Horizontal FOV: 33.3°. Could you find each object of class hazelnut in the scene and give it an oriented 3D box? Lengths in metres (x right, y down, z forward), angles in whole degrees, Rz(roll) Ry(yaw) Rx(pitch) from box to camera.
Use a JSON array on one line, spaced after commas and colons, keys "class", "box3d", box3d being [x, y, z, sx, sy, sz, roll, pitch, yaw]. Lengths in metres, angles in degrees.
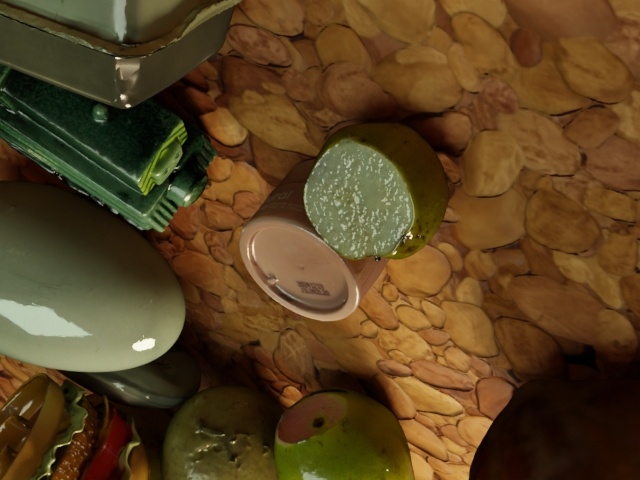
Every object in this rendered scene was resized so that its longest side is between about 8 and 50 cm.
[{"class": "hazelnut", "box3d": [0.307, 0.322, 1.104, 0.366, 0.366, 0.366, 22, 142, 19]}]

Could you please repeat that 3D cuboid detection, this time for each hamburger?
[{"class": "hamburger", "box3d": [-0.354, 0.333, 1.458, 0.212, 0.274, 0.274, 37, 146, -21]}]

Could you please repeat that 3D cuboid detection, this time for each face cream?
[{"class": "face cream", "box3d": [0.000, 0.000, 1.158, 0.149, 0.104, 0.149, 22, 141, 19]}]

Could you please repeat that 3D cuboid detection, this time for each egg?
[{"class": "egg", "box3d": [-0.349, 0.050, 1.396, 0.371, 0.230, 0.230, 21, 141, 14]}]

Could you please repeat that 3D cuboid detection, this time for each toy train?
[{"class": "toy train", "box3d": [-0.270, -0.145, 1.154, 0.330, 0.138, 0.178, 34, 171, 3]}]

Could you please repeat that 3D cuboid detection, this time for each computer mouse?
[{"class": "computer mouse", "box3d": [-0.328, 0.169, 1.558, 0.331, 0.095, 0.197, 19, -177, 27]}]

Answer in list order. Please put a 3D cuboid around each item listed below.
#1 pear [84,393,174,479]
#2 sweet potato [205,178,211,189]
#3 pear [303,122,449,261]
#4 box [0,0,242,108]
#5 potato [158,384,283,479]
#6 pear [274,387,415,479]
[{"class": "pear", "box3d": [-0.320, 0.376, 1.713, 0.281, 0.281, 0.281, 22, 142, 19]}, {"class": "sweet potato", "box3d": [-0.215, -0.073, 1.299, 0.218, 0.051, 0.065, 11, 135, 31]}, {"class": "pear", "box3d": [0.062, -0.050, 1.051, 0.141, 0.104, 0.141, 10, 108, 32]}, {"class": "box", "box3d": [-0.224, -0.253, 0.972, 0.290, 0.220, 0.166, 23, 128, 18]}, {"class": "potato", "box3d": [-0.115, 0.357, 1.537, 0.219, 0.270, 0.359, 7, 119, 17]}, {"class": "pear", "box3d": [0.040, 0.300, 1.395, 0.187, 0.187, 0.219, -9, 121, 44]}]
